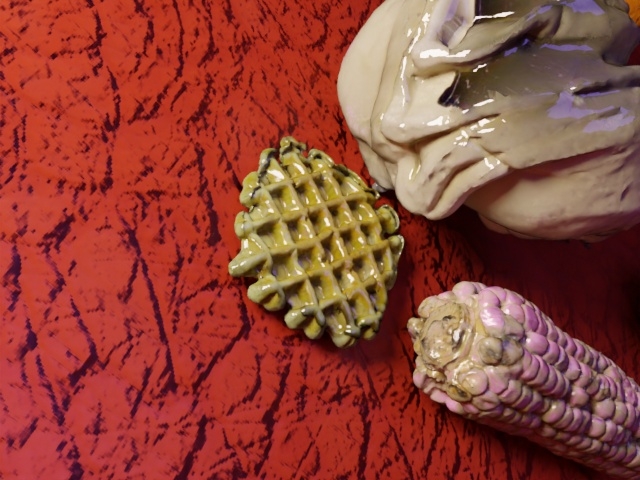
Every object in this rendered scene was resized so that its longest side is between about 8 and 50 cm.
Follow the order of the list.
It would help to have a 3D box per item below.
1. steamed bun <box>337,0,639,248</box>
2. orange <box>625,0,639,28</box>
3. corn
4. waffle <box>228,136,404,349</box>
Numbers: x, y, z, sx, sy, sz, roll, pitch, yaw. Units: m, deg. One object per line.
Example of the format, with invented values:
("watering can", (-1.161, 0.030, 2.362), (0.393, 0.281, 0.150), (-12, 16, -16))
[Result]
("steamed bun", (0.178, -0.141, 0.669), (0.320, 0.206, 0.275), (15, 65, -1))
("orange", (0.435, -0.380, 1.092), (0.161, 0.193, 0.193), (44, 46, 3))
("corn", (0.228, 0.142, 0.697), (0.335, 0.127, 0.126), (28, 53, -30))
("waffle", (0.000, 0.000, 0.632), (0.169, 0.036, 0.183), (34, 48, -19))
